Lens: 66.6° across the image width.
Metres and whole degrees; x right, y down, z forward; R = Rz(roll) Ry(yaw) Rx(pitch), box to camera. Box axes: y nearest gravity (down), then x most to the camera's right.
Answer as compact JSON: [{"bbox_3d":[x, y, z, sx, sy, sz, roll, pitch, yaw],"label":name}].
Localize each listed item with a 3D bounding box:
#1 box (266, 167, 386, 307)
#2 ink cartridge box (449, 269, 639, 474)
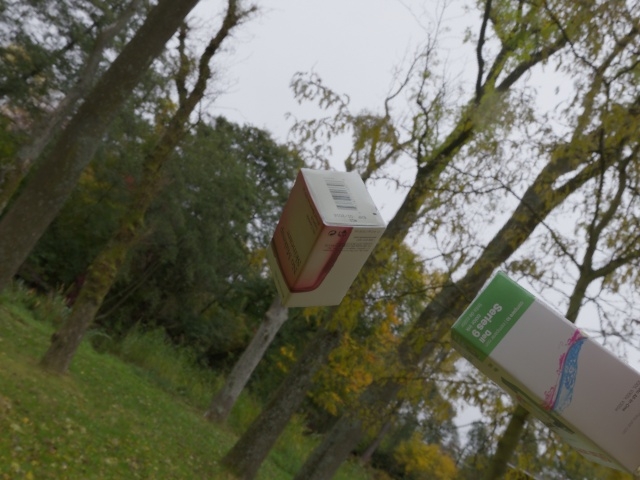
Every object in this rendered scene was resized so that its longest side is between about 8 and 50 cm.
[{"bbox_3d":[0.000,0.000,0.921,0.232,0.126,0.149,-63,-143,40],"label":"box"},{"bbox_3d":[0.259,0.147,0.557,0.212,0.093,0.154,38,-6,22],"label":"ink cartridge box"}]
